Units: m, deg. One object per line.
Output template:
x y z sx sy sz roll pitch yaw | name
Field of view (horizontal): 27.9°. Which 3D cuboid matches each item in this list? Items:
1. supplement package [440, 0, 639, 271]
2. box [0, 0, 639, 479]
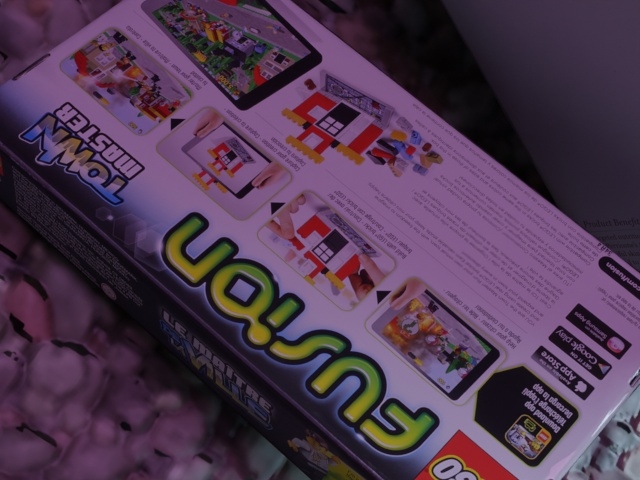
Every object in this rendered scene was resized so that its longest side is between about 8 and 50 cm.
0.176 -0.074 0.420 0.149 0.194 0.203 -43 111 -29 | supplement package
0.000 0.000 0.406 0.207 0.036 0.114 40 61 14 | box
